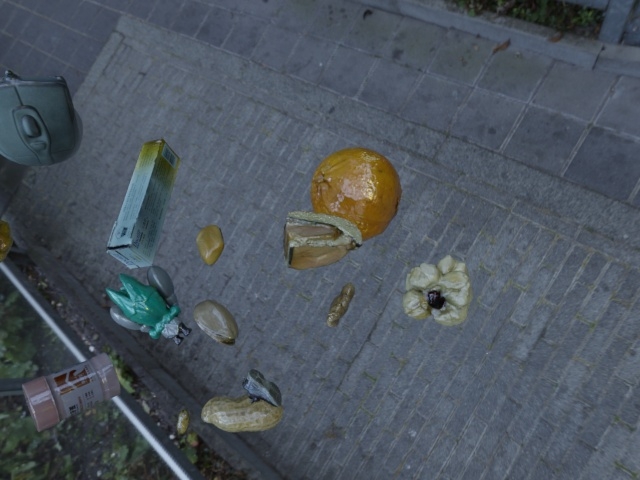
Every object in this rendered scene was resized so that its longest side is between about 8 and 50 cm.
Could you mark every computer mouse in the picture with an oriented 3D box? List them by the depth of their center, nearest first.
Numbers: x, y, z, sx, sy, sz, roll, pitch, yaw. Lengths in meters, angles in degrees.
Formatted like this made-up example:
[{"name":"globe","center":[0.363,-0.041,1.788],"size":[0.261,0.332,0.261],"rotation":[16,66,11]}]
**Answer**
[{"name":"computer mouse","center":[-0.625,-0.245,0.903],"size":[0.189,0.371,0.121],"rotation":[-19,87,-26]}]

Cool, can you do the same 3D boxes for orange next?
[{"name":"orange","center":[0.114,-0.167,1.469],"size":[0.341,0.294,0.339],"rotation":[-33,50,50]}]

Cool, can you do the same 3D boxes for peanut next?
[{"name":"peanut","center":[-0.311,0.678,1.635],"size":[0.326,0.140,0.153],"rotation":[2,51,3]}]

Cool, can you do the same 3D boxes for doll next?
[{"name":"doll","center":[-0.514,0.208,1.219],"size":[0.195,0.153,0.258],"rotation":[-22,91,-18]}]

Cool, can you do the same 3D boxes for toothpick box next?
[{"name":"toothpick box","center":[-0.499,0.302,0.833],"size":[0.099,0.149,0.098],"rotation":[19,117,42]}]

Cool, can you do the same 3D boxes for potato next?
[{"name":"potato","center":[-0.517,0.680,1.558],"size":[0.045,0.046,0.092],"rotation":[8,92,12]}]

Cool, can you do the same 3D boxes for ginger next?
[{"name":"ginger","center":[0.075,0.209,1.395],"size":[0.059,0.132,0.214],"rotation":[27,48,11]}]

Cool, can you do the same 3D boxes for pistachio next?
[{"name":"pistachio","center":[-0.421,0.334,1.678],"size":[0.226,0.136,0.135],"rotation":[41,93,14]}]

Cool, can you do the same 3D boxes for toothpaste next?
[{"name":"toothpaste","center":[-0.400,-0.092,0.955],"size":[0.071,0.089,0.312],"rotation":[-8,57,14]}]

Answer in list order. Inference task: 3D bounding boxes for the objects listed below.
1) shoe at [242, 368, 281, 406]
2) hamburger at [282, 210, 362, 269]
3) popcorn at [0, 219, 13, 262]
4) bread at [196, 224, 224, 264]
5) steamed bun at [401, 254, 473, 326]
[{"name":"shoe","center":[-0.221,0.552,1.492],"size":[0.169,0.071,0.099],"rotation":[45,104,-4]},{"name":"hamburger","center":[0.000,0.000,1.124],"size":[0.208,0.155,0.135],"rotation":[-6,55,-9]},{"name":"popcorn","center":[-0.927,-0.039,1.006],"size":[0.316,0.298,0.280],"rotation":[-18,57,50]},{"name":"bread","center":[-0.299,0.007,1.099],"size":[0.082,0.056,0.115],"rotation":[-50,39,23]},{"name":"steamed bun","center":[0.312,0.134,1.071],"size":[0.178,0.106,0.192],"rotation":[9,105,0]}]
